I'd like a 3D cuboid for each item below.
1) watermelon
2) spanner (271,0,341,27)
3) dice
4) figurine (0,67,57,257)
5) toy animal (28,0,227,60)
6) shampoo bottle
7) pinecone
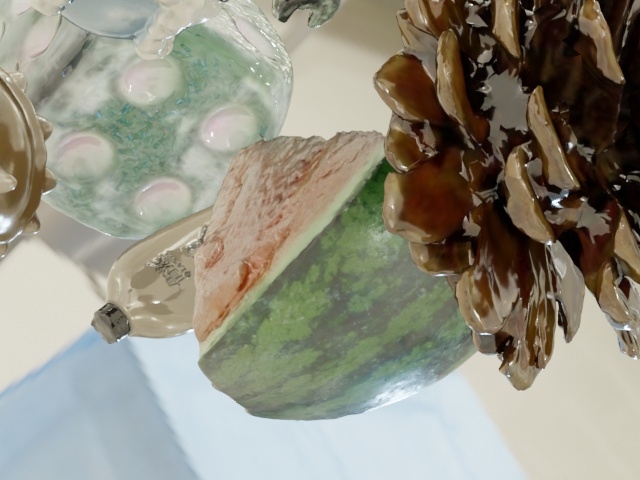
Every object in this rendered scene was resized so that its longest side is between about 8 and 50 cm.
[{"bbox_3d":[0.026,0.035,1.682,0.250,0.283,0.292,51,7,-19],"label":"watermelon"},{"bbox_3d":[0.070,-0.269,1.410,0.071,0.302,0.017,12,39,-48],"label":"spanner"},{"bbox_3d":[-0.266,-0.228,2.545,0.348,0.328,0.330,30,22,-39],"label":"dice"},{"bbox_3d":[-0.295,-0.063,1.493,0.247,0.173,0.177,80,-4,-68],"label":"figurine"},{"bbox_3d":[-0.202,-0.285,2.005,0.204,0.156,0.208,24,36,-19],"label":"toy animal"},{"bbox_3d":[-0.155,0.037,2.140,0.127,0.078,0.257,44,57,15],"label":"shampoo bottle"},{"bbox_3d":[0.236,-0.085,1.360,0.384,0.384,0.384,38,24,-21],"label":"pinecone"}]
